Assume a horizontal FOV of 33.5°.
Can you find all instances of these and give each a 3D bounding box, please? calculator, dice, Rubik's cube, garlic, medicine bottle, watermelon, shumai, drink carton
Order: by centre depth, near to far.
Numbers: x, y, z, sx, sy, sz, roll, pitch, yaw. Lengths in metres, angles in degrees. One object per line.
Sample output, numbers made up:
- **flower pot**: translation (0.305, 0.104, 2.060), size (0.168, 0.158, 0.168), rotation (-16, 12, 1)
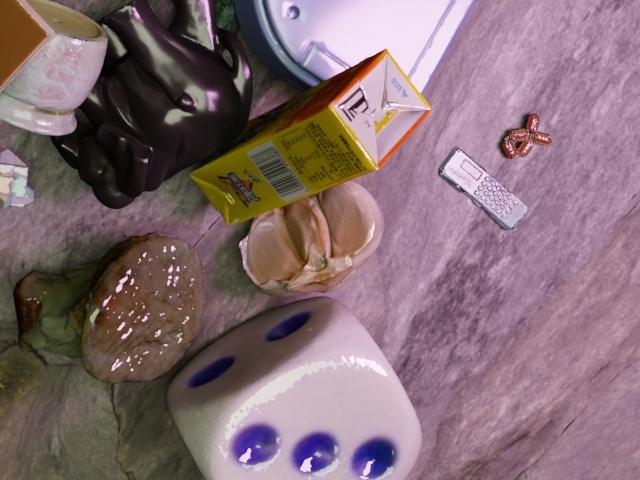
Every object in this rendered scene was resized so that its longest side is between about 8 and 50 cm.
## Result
- **medicine bottle**: translation (-0.358, -0.222, 1.353), size (0.147, 0.147, 0.143), rotation (20, 113, -18)
- **drink carton**: translation (-0.022, -0.136, 1.492), size (0.111, 0.351, 0.154), rotation (52, 54, -14)
- **Rubik's cube**: translation (-0.456, -0.087, 1.534), size (0.075, 0.073, 0.084), rotation (-12, 104, -15)
- **dice**: translation (-0.042, 0.269, 1.591), size (0.304, 0.304, 0.277), rotation (-31, 106, -9)
- **shumai**: translation (-0.313, 0.088, 1.591), size (0.271, 0.203, 0.222), rotation (-8, 106, -50)
- **watermelon**: translation (-0.169, -0.320, 1.595), size (0.101, 0.080, 0.155), rotation (14, 93, -53)
- **garlic**: translation (0.000, 0.000, 1.650), size (0.229, 0.178, 0.142), rotation (-27, 152, 20)
- **calculator**: translation (0.273, -0.083, 1.775), size (0.172, 0.018, 0.057), rotation (38, 86, -17)

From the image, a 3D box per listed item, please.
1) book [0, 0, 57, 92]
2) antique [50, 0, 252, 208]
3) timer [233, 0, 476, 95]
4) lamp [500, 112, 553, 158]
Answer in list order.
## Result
- **book**: translation (-0.525, -0.233, 1.296), size (0.374, 0.028, 0.262), rotation (-38, 99, 26)
- **antique**: translation (-0.250, -0.202, 1.507), size (0.322, 0.185, 0.255), rotation (-22, 108, 15)
- **timer**: translation (0.038, -0.399, 1.567), size (0.394, 0.173, 0.395), rotation (-4, 102, -19)
- **lamp**: translation (0.340, -0.167, 1.773), size (0.083, 0.031, 0.063), rotation (-36, 105, -4)
